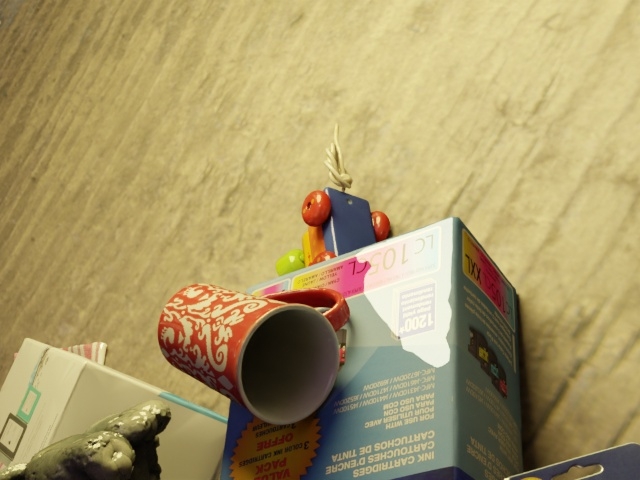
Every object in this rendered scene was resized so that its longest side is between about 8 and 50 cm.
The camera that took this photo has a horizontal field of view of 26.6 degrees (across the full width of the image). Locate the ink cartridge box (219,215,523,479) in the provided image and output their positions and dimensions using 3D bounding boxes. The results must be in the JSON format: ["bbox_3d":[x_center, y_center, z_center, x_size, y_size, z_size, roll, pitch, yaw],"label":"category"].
[{"bbox_3d":[0.049,0.203,1.295,0.270,0.151,0.395,-21,46,28],"label":"ink cartridge box"}]

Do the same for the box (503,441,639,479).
[{"bbox_3d":[0.251,0.280,1.131,0.136,0.036,0.225,-15,48,-5],"label":"box"}]

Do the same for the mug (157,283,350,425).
[{"bbox_3d":[-0.062,0.101,1.305,0.169,0.150,0.113,14,103,53],"label":"mug"}]

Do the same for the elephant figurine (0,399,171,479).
[{"bbox_3d":[-0.180,0.297,1.358,0.186,0.169,0.239,-21,95,46],"label":"elephant figurine"}]

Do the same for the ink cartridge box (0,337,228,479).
[{"bbox_3d":[-0.261,0.247,1.563,0.270,0.198,0.197,4,70,65],"label":"ink cartridge box"}]

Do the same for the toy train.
[{"bbox_3d":[0.000,0.000,1.578,0.143,0.105,0.248,-44,40,38],"label":"toy train"}]

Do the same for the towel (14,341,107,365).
[{"bbox_3d":[-0.378,0.216,1.881,0.197,0.029,0.144,-11,60,42],"label":"towel"}]
